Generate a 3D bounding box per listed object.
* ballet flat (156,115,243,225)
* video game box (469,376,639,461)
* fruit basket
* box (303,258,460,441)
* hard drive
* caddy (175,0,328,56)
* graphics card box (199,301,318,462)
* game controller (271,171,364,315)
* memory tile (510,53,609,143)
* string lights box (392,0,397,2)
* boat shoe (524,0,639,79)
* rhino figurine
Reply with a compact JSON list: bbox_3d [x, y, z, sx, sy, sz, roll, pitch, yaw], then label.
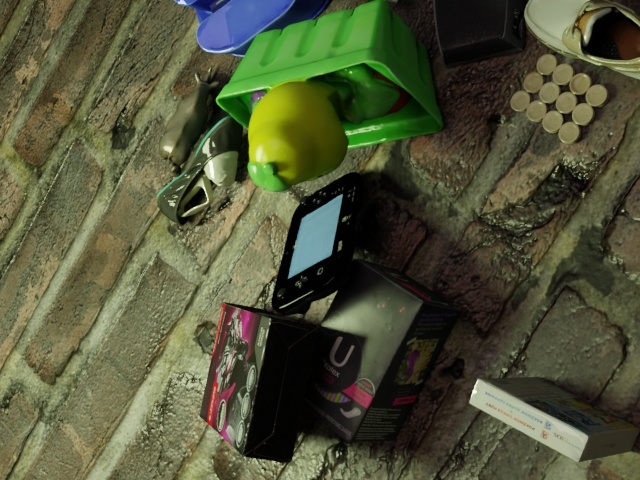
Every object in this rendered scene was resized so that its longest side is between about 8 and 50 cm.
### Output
[{"bbox_3d":[-0.230,-0.132,2.062,0.280,0.095,0.096,-46,68,32],"label":"ballet flat"},{"bbox_3d":[0.350,0.260,1.490,0.187,0.205,0.048,23,98,37],"label":"video game box"},{"bbox_3d":[0.000,-0.216,1.782,0.392,0.283,0.392,-18,56,29],"label":"fruit basket"},{"bbox_3d":[0.091,0.191,1.727,0.165,0.143,0.270,32,99,36],"label":"box"},{"bbox_3d":[0.275,-0.447,1.773,0.172,0.054,0.255,-7,77,35],"label":"hard drive"},{"bbox_3d":[-0.130,-0.515,2.009,0.341,0.179,0.241,-30,87,27],"label":"caddy"},{"bbox_3d":[-0.119,0.240,1.783,0.371,0.094,0.233,-175,97,-71],"label":"graphics card box"},{"bbox_3d":[0.000,0.000,1.782,0.166,0.067,0.319,-39,25,33],"label":"game controller"},{"bbox_3d":[0.397,-0.237,1.671,0.148,0.012,0.113,42,106,34],"label":"memory tile"},{"bbox_3d":[0.057,-0.559,1.842,0.133,0.259,0.077,-61,11,11],"label":"string lights box"},{"bbox_3d":[0.445,-0.337,1.599,0.302,0.103,0.113,31,99,36],"label":"boat shoe"},{"bbox_3d":[-0.271,-0.258,2.096,0.073,0.106,0.243,23,72,-3],"label":"rhino figurine"}]
